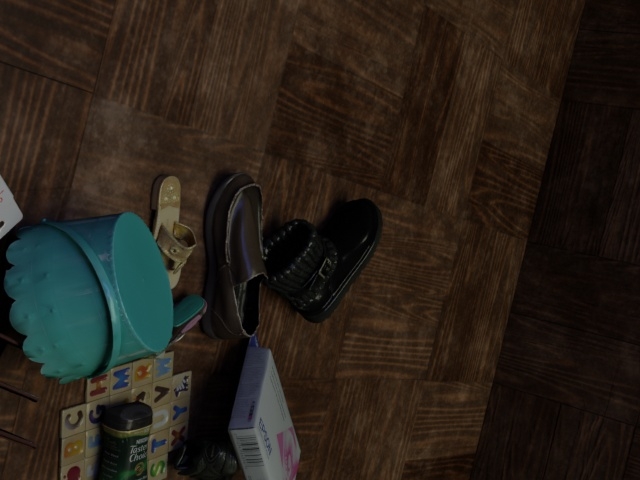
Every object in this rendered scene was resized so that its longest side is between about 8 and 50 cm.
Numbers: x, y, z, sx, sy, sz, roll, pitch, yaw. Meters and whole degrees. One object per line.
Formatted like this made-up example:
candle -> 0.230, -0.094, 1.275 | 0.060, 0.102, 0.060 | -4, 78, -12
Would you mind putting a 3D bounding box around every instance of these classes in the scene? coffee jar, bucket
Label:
coffee jar -> -0.378, 0.406, 1.904 | 0.096, 0.079, 0.184 | -7, 107, -53
bucket -> -0.374, 0.088, 1.630 | 0.281, 0.183, 0.281 | -14, 90, -79

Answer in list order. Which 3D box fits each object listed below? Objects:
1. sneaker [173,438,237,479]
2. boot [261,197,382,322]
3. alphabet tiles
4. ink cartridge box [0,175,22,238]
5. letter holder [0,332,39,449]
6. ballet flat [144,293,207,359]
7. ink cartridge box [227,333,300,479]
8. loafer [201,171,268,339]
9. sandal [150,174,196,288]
sneaker -> -0.250, 0.484, 2.122 | 0.227, 0.130, 0.087 | 110, -11, -61
boot -> 0.003, 0.002, 2.273 | 0.347, 0.131, 0.260 | -63, 143, -18
alphabet tiles -> -0.384, 0.377, 1.965 | 0.343, 0.011, 0.285 | -10, 110, -53
ink cartridge box -> -0.558, -0.081, 1.516 | 0.115, 0.067, 0.198 | -49, 136, -32
letter holder -> -0.553, 0.188, 1.484 | 0.302, 0.215, 0.152 | 42, 67, -51
ballet flat -> -0.310, 0.187, 1.960 | 0.221, 0.077, 0.079 | -37, 149, -43
ink cartridge box -> -0.111, 0.411, 2.176 | 0.330, 0.072, 0.324 | -78, 160, -53
loafer -> -0.157, 0.040, 2.062 | 0.134, 0.130, 0.365 | -14, 112, -52
sandal -> -0.281, -0.006, 1.918 | 0.088, 0.079, 0.239 | -21, 118, -50
